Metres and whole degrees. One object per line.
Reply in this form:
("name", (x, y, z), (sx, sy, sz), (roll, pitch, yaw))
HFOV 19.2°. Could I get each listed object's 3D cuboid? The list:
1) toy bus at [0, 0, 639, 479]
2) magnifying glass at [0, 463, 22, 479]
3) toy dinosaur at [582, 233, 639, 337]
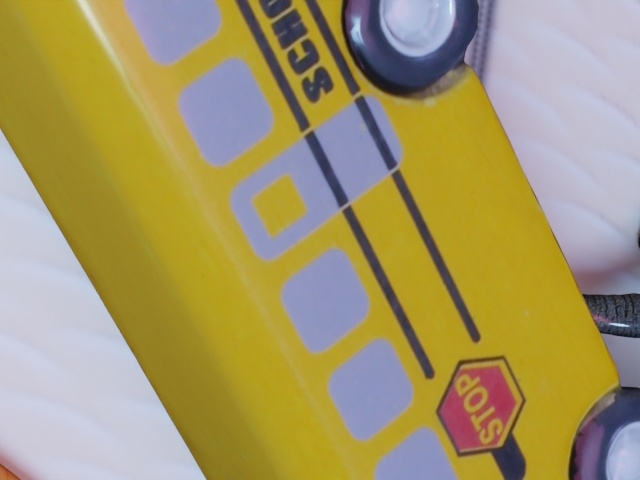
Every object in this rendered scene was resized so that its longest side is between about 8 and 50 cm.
("toy bus", (0.000, 0.000, 0.623), (0.130, 0.108, 0.333), (-38, 114, -23))
("magnifying glass", (-0.065, 0.129, 0.648), (0.231, 0.026, 0.092), (43, 73, -28))
("toy dinosaur", (0.228, 0.016, 0.731), (0.313, 0.160, 0.121), (16, 103, -34))
